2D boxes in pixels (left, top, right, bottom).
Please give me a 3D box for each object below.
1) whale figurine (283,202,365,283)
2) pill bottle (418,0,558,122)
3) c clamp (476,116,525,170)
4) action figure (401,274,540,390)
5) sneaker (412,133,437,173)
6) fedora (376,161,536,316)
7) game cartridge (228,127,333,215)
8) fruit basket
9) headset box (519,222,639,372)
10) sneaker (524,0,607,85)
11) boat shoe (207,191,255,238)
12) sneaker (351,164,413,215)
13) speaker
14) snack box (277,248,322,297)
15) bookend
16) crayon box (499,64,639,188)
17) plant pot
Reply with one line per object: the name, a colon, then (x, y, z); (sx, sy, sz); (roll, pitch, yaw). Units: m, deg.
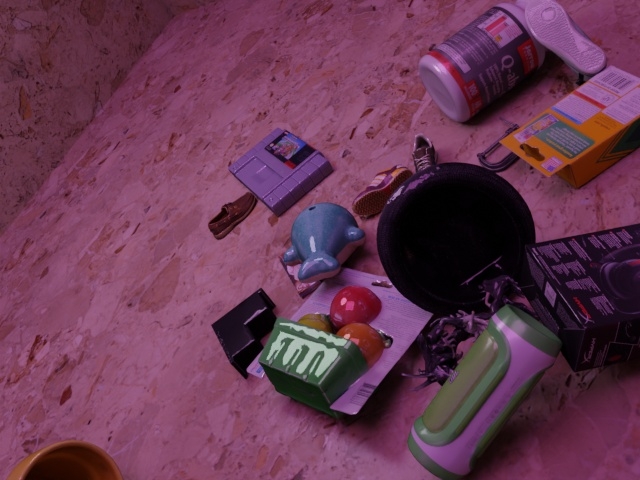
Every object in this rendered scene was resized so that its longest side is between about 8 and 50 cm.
whale figurine: (0.000, 0.000, 1.613); (0.216, 0.141, 0.272); (-17, 21, 16)
pill bottle: (0.464, -0.500, 1.782); (0.363, 0.210, 0.210); (-36, 38, 0)
c clamp: (0.455, -0.236, 1.669); (0.160, 0.022, 0.137); (-43, 43, -13)
action figure: (0.284, 0.190, 1.233); (0.275, 0.164, 0.141); (-41, 30, -17)
sneaker: (0.264, -0.198, 1.714); (0.064, 0.086, 0.192); (-15, 42, 24)
fedora: (0.264, -0.014, 1.353); (0.334, 0.334, 0.152); (-30, 21, 6)
game cartridge: (-0.131, -0.228, 2.069); (0.230, 0.068, 0.355); (-44, 38, -4)
fruit basket: (0.058, 0.203, 1.425); (0.327, 0.166, 0.353); (11, 41, 42)
headset box: (0.526, 0.085, 1.137); (0.293, 0.110, 0.218); (-11, 39, -6)
sneaker: (0.612, -0.491, 1.667); (0.094, 0.151, 0.256); (-41, 70, 16)
boat shoe: (-0.269, -0.085, 2.015); (0.178, 0.060, 0.064); (-47, 39, -15)
sneaker: (0.155, -0.133, 1.752); (0.185, 0.070, 0.084); (-32, 28, -6)
speaker: (0.271, 0.257, 1.117); (0.297, 0.131, 0.131); (-57, 36, 12)
snack box: (-0.055, 0.076, 1.714); (0.064, 0.022, 0.178); (-34, 37, -1)
bookend: (-0.162, 0.220, 1.601); (0.157, 0.072, 0.156); (-38, 39, -4)
crayon box: (0.604, -0.250, 1.517); (0.322, 0.083, 0.203); (-34, 38, 1)
plant pot: (-0.587, 0.576, 1.421); (0.239, 0.254, 0.254); (-25, 36, 36)
